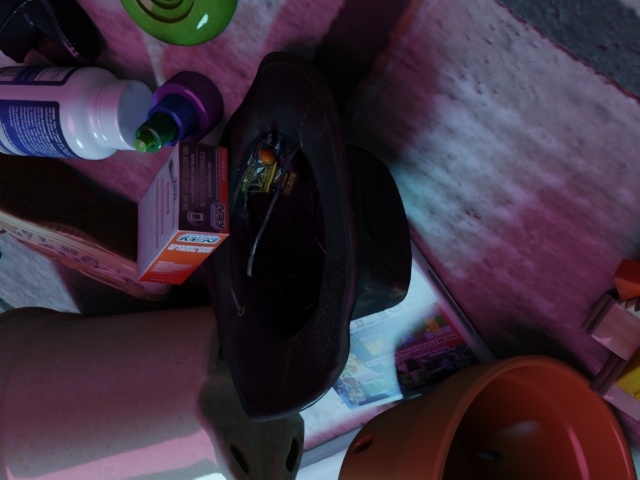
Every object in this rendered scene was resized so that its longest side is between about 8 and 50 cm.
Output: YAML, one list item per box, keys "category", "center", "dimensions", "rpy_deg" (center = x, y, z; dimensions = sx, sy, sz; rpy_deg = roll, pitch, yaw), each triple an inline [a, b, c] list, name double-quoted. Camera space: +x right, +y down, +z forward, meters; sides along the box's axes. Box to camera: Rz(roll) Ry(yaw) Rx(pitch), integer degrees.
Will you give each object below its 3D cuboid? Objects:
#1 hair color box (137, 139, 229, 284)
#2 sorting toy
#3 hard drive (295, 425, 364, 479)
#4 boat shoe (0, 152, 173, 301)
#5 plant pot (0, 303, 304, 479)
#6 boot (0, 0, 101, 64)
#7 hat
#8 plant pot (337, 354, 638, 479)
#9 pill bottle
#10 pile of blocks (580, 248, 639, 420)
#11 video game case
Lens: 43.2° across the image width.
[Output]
- category: "hair color box"
  center: [-0.142, -0.023, 0.818]
  dimensions: [0.053, 0.093, 0.167]
  rpy_deg: [5, 160, -23]
- category: "sorting toy"
  center: [-0.154, -0.232, 0.687]
  dimensions: [0.127, 0.126, 0.366]
  rpy_deg: [12, 127, 18]
- category: "hard drive"
  center: [0.052, 0.370, 1.072]
  dimensions: [0.233, 0.047, 0.353]
  rpy_deg: [46, 130, -10]
- category: "boat shoe"
  center: [-0.296, -0.013, 0.927]
  dimensions: [0.285, 0.105, 0.089]
  rpy_deg: [28, 133, 2]
- category: "plant pot"
  center: [-0.199, 0.208, 0.926]
  dimensions: [0.305, 0.334, 0.334]
  rpy_deg: [-15, 116, 22]
- category: "boot"
  center: [-0.287, -0.213, 0.818]
  dimensions: [0.099, 0.045, 0.121]
  rpy_deg: [-27, 101, 35]
- category: "hat"
  center: [0.000, 0.000, 0.732]
  dimensions: [0.133, 0.331, 0.331]
  rpy_deg: [6, 138, -28]
- category: "plant pot"
  center: [0.151, 0.269, 0.816]
  dimensions: [0.291, 0.291, 0.203]
  rpy_deg: [52, 144, -15]
- category: "pill bottle"
  center: [-0.257, -0.131, 0.829]
  dimensions: [0.169, 0.094, 0.094]
  rpy_deg: [6, 125, 23]
- category: "pile of blocks"
  center: [0.313, 0.034, 0.634]
  dimensions: [0.112, 0.149, 0.362]
  rpy_deg: [34, 132, 0]
- category: "video game case"
  center: [0.062, 0.097, 0.887]
  dimensions: [0.201, 0.023, 0.183]
  rpy_deg: [-25, 110, 36]
